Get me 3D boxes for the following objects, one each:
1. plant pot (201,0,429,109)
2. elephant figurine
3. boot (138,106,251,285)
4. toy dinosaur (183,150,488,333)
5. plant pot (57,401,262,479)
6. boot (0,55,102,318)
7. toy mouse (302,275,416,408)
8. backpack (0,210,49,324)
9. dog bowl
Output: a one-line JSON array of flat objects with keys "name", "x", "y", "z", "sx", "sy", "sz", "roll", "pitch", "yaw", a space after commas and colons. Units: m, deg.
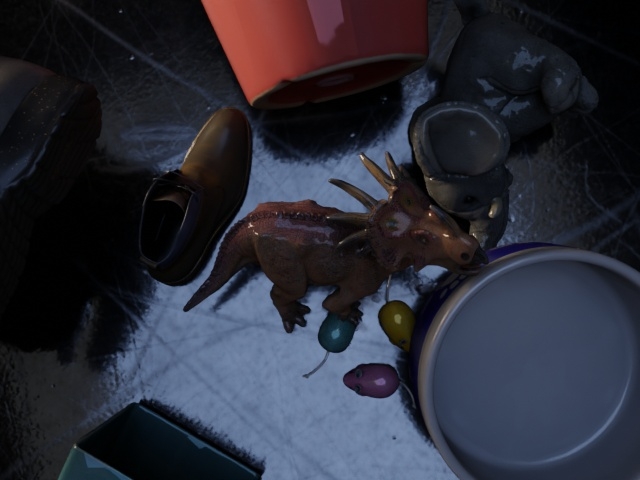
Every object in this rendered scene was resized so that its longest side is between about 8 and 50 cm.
[{"name": "plant pot", "x": -0.010, "y": -0.279, "z": 0.733, "sx": 0.275, "sy": 0.275, "sz": 0.243, "roll": -14, "pitch": 93, "yaw": -1}, {"name": "elephant figurine", "x": 0.164, "y": -0.106, "z": 0.759, "sx": 0.239, "sy": 0.169, "sz": 0.186, "roll": -50, "pitch": 56, "yaw": 10}, {"name": "boot", "x": -0.133, "y": -0.055, "z": 0.767, "sx": 0.082, "sy": 0.106, "sz": 0.219, "roll": 20, "pitch": 84, "yaw": 2}, {"name": "toy dinosaur", "x": 0.000, "y": 0.000, "z": 0.701, "sx": 0.296, "sy": 0.200, "sz": 0.127, "roll": -5, "pitch": 66, "yaw": 1}, {"name": "plant pot", "x": -0.199, "y": 0.319, "z": 0.699, "sx": 0.166, "sy": 0.165, "sz": 0.234, "roll": 30, "pitch": 92, "yaw": 4}, {"name": "boot", "x": -0.354, "y": -0.033, "z": 0.579, "sx": 0.223, "sy": 0.118, "sz": 0.338, "roll": 23, "pitch": 65, "yaw": 2}, {"name": "toy mouse", "x": 0.045, "y": 0.124, "z": 0.782, "sx": 0.143, "sy": 0.031, "sz": 0.160, "roll": -21, "pitch": 84, "yaw": -2}, {"name": "backpack", "x": -0.428, "y": -0.023, "z": 0.712, "sx": 0.264, "sy": 0.213, "sz": 0.276, "roll": 20, "pitch": 77, "yaw": -10}, {"name": "dog bowl", "x": 0.226, "y": 0.134, "z": 0.719, "sx": 0.265, "sy": 0.104, "sz": 0.264, "roll": 0, "pitch": 96, "yaw": -2}]
